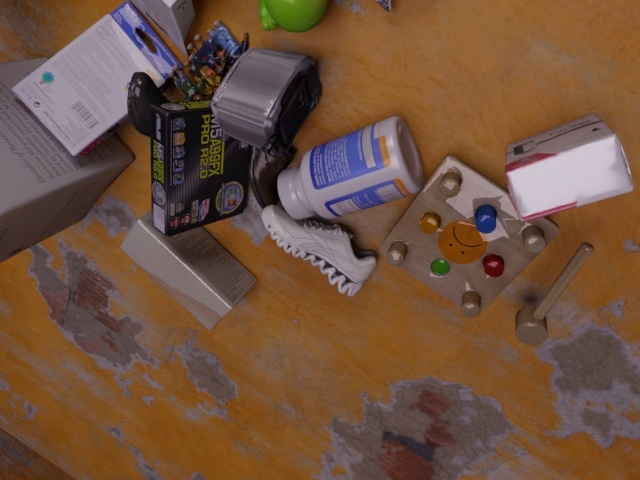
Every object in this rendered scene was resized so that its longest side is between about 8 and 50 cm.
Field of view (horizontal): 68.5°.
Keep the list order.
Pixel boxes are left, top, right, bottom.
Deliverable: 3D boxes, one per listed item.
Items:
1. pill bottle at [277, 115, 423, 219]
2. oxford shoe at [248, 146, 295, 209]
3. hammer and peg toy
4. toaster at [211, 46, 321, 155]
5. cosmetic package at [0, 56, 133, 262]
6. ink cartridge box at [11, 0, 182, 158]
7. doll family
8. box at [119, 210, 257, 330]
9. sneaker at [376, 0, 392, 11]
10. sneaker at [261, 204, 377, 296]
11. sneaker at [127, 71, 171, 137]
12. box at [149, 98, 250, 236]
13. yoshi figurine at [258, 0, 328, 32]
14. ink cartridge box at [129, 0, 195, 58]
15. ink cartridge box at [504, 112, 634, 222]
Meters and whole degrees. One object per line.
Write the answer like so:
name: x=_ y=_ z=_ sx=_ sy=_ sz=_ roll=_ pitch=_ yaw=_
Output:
pill bottle: x=0.054 y=-0.131 z=0.944 sx=0.271 sy=0.152 sz=0.153 roll=-15 pitch=109 yaw=27
oxford shoe: x=-0.105 y=-0.168 z=1.029 sx=0.096 sy=0.083 sz=0.228 roll=8 pitch=119 yaw=14
hammer and peg toy: x=0.331 y=0.023 z=0.930 sx=0.361 sy=0.127 sz=0.266 roll=33 pitch=121 yaw=3
toaster: x=-0.107 y=-0.266 z=0.910 sx=0.146 sy=0.227 sz=0.129 roll=22 pitch=162 yaw=18
cosmetic package: x=-0.742 y=-0.171 z=1.091 sx=0.329 sy=0.394 sz=0.327 roll=-34 pitch=100 yaw=32
ink cartridge box: x=-0.478 y=-0.350 z=1.032 sx=0.311 sy=0.065 sz=0.186 roll=-40 pitch=98 yaw=-2
doll family: x=-0.224 y=-0.361 z=0.983 sx=0.111 sy=0.076 sz=0.193 roll=47 pitch=119 yaw=-1
box: x=-0.331 y=0.060 z=1.196 sx=0.311 sy=0.148 sz=0.121 roll=44 pitch=123 yaw=-3
sneaker: x=0.177 y=-0.484 z=0.768 sx=0.235 sy=0.090 sz=0.095 roll=-25 pitch=117 yaw=33
sneaker: x=0.000 y=0.000 z=1.063 sx=0.292 sy=0.110 sz=0.118 roll=36 pitch=113 yaw=-13
sneaker: x=-0.316 y=-0.249 z=1.024 sx=0.129 sy=0.109 sz=0.286 roll=-4 pitch=150 yaw=7
box: x=-0.253 y=-0.161 z=1.008 sx=0.060 sy=0.216 sz=0.270 roll=31 pitch=125 yaw=31
yoshi figurine: x=-0.126 y=-0.471 z=0.826 sx=0.361 sy=0.204 sz=0.203 roll=14 pitch=127 yaw=12
ink cartridge box: x=-0.320 y=-0.477 z=0.914 sx=0.181 sy=0.224 sz=0.056 roll=45 pitch=85 yaw=-4
ink cartridge box: x=0.396 y=-0.126 z=0.774 sx=0.158 sy=0.218 sz=0.092 roll=-18 pitch=102 yaw=28
